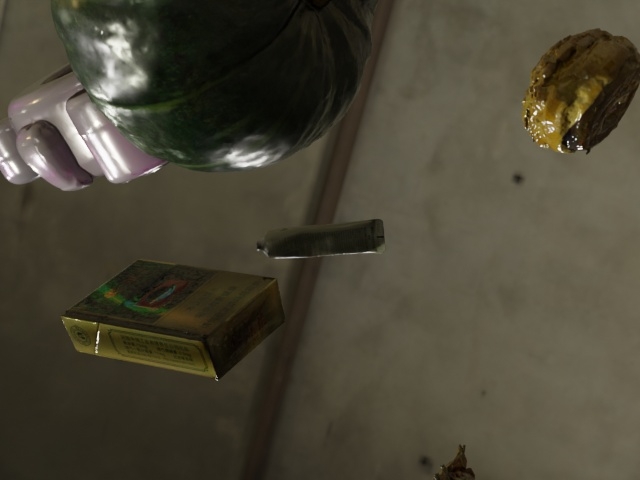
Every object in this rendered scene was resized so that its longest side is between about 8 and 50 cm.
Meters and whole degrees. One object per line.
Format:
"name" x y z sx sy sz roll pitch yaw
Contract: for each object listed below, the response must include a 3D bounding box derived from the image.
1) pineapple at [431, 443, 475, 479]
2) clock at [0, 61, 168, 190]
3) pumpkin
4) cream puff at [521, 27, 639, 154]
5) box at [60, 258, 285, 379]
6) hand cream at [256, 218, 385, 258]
"pineapple" 0.121 0.326 1.362 0.135 0.233 0.079 41 -143 17
"clock" -0.184 -0.157 1.410 0.322 0.113 0.295 -10 -156 50
"pumpkin" -0.074 -0.203 1.043 0.207 0.300 0.300 6 -171 37
"cream puff" 0.351 -0.207 1.868 0.129 0.189 0.189 40 -153 24
"box" -0.186 0.097 1.735 0.240 0.071 0.159 6 -147 33
"hand cream" 0.000 0.000 1.749 0.165 0.057 0.037 -5 -140 3
